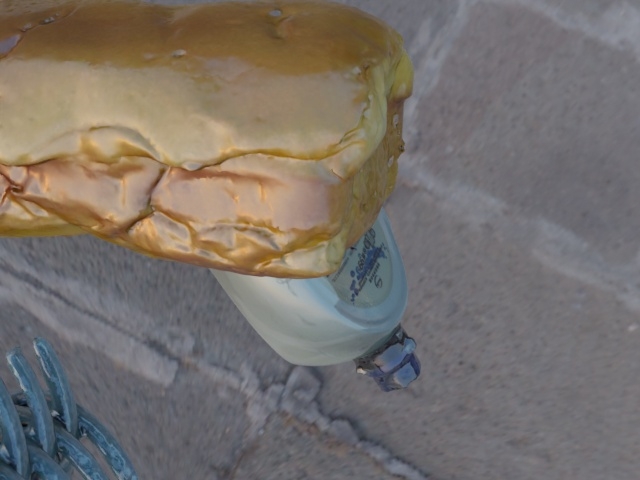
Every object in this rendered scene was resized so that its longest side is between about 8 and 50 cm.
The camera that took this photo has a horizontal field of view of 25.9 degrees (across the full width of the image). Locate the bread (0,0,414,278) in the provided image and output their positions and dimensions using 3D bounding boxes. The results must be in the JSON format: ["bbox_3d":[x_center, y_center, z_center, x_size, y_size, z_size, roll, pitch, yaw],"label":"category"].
[{"bbox_3d":[-0.118,-0.075,0.864,0.344,0.195,0.148,5,111,16],"label":"bread"}]

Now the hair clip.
[{"bbox_3d":[-0.339,0.232,1.236,0.238,0.318,0.392,-28,92,13],"label":"hair clip"}]

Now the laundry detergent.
[{"bbox_3d":[0.000,0.000,1.130,0.280,0.105,0.215,52,32,-24],"label":"laundry detergent"}]
